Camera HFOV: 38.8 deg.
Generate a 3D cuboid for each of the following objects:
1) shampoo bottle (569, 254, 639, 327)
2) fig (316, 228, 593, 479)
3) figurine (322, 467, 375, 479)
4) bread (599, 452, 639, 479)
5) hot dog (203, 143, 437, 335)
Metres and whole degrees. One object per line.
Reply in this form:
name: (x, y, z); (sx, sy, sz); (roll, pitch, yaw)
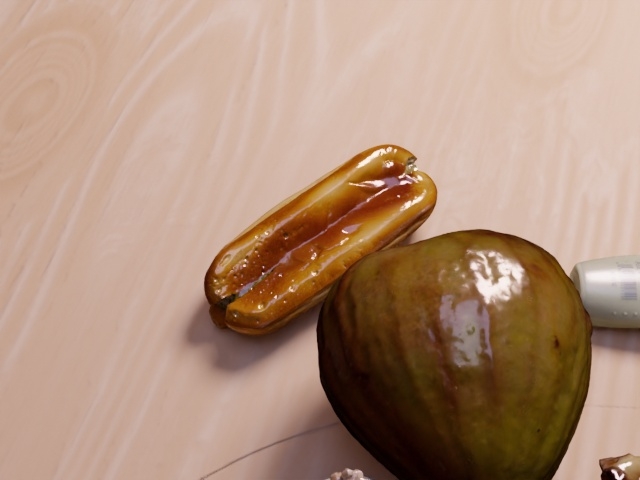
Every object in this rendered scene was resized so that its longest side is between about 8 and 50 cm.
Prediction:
shampoo bottle: (0.340, 0.049, 0.831); (0.213, 0.049, 0.072); (3, 56, 3)
fig: (0.115, 0.142, 0.661); (0.217, 0.217, 0.320); (-6, 46, -3)
figurine: (0.025, 0.225, 0.668); (0.132, 0.153, 0.132); (0, 60, 1)
bread: (0.327, 0.298, 0.613); (0.278, 0.167, 0.324); (-6, 56, -4)
hot dog: (0.000, 0.000, 0.854); (0.250, 0.068, 0.100); (-34, 75, -16)
